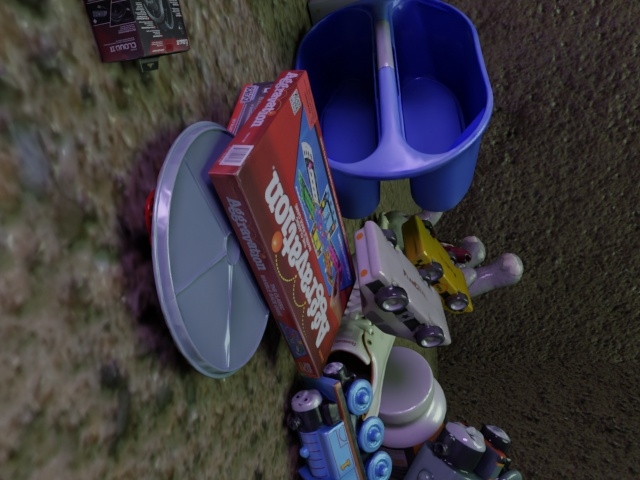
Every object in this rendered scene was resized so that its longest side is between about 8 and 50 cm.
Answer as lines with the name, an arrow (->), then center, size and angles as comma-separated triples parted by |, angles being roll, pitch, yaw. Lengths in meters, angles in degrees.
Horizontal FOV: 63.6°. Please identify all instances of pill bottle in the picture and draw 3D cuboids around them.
pill bottle -> 0.151, 0.328, 0.945 | 0.162, 0.162, 0.278 | -77, 158, -44

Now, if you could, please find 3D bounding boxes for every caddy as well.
caddy -> 0.090, -0.191, 0.682 | 0.179, 0.241, 0.341 | 72, 15, -55

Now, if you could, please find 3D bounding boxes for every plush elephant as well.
plush elephant -> 0.232, 0.017, 1.180 | 0.255, 0.330, 0.272 | 60, 8, -11

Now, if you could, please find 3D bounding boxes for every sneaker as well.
sneaker -> 0.061, 0.132, 0.765 | 0.123, 0.106, 0.290 | 64, 29, -59

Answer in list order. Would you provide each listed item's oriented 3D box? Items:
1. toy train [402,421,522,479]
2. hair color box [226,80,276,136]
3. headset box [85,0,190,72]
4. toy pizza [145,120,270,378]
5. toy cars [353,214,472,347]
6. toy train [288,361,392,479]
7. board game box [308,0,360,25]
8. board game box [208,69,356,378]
toy train -> 0.191, 0.447, 0.841 | 0.190, 0.142, 0.333 | 26, 94, -39
hair color box -> -0.041, -0.072, 0.548 | 0.167, 0.053, 0.093 | 70, 25, -49
headset box -> -0.117, -0.152, 0.329 | 0.062, 0.032, 0.083 | -60, 144, -62
toy pizza -> -0.084, 0.007, 0.415 | 0.201, 0.032, 0.201 | -4, 90, -76
toy cars -> 0.124, 0.060, 0.725 | 0.394, 0.087, 0.176 | -10, 75, -66
toy train -> 0.021, 0.242, 0.618 | 0.105, 0.080, 0.184 | -23, 103, -38
board game box -> 0.074, -0.327, 0.935 | 0.224, 0.098, 0.303 | -78, 157, -44
board game box -> -0.017, 0.000, 0.502 | 0.281, 0.027, 0.145 | 73, 32, -44
